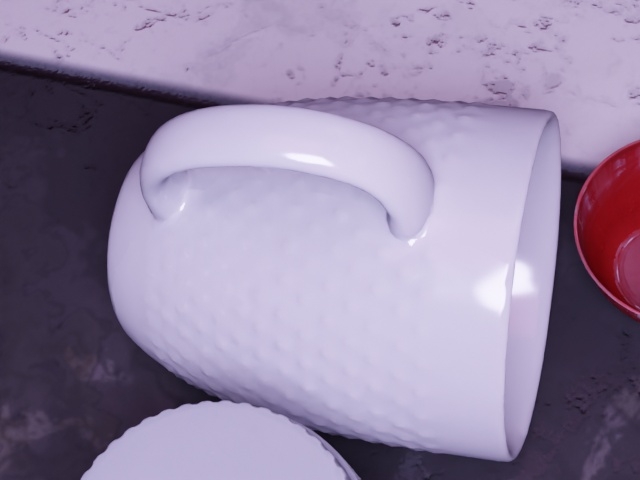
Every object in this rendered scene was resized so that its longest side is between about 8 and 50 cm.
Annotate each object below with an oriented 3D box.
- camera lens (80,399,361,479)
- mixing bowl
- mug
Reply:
[{"bbox_3d":[-0.056,0.251,0.872,0.219,0.274,0.219,-3,63,5],"label":"camera lens"},{"bbox_3d":[0.308,0.009,1.047,0.181,0.098,0.181,-3,63,6],"label":"mixing bowl"},{"bbox_3d":[0.000,0.000,0.938,0.328,0.374,0.276,6,70,17],"label":"mug"}]
